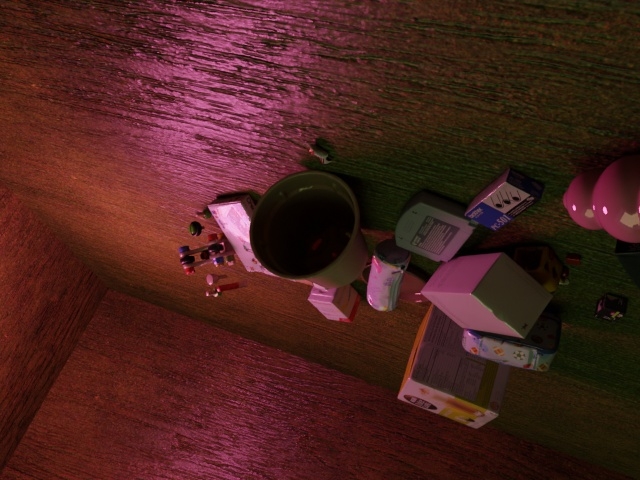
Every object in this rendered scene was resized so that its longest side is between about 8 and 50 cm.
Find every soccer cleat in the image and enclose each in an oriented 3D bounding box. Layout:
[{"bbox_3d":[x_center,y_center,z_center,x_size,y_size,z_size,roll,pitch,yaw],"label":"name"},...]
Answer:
[{"bbox_3d":[0.002,-0.237,1.590,0.036,0.029,0.083,-8,146,35],"label":"soccer cleat"}]

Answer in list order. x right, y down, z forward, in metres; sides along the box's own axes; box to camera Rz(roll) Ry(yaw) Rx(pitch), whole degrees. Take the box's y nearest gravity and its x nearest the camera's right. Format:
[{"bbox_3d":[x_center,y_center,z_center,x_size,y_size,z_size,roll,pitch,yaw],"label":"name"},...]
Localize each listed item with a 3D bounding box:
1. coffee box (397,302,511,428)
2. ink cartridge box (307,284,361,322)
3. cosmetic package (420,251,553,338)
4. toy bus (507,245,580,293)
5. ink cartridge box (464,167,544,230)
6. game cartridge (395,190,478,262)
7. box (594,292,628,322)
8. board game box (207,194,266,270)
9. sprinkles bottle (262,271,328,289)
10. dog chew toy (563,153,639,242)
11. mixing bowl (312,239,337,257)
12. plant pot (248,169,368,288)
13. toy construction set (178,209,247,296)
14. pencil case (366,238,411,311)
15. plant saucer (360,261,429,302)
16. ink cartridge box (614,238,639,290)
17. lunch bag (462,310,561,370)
[{"bbox_3d":[0.511,0.469,2.215,0.335,0.338,0.337,19,155,9],"label":"coffee box"},{"bbox_3d":[0.059,0.233,2.382,0.128,0.127,0.176,4,150,37],"label":"ink cartridge box"},{"bbox_3d":[0.462,0.155,1.691,0.197,0.155,0.365,41,168,-8],"label":"cosmetic package"},{"bbox_3d":[0.619,0.100,1.645,0.202,0.104,0.191,20,156,7],"label":"toy bus"},{"bbox_3d":[0.452,-0.097,1.456,0.097,0.046,0.207,27,156,-4],"label":"ink cartridge box"},{"bbox_3d":[0.322,-0.036,1.691,0.198,0.062,0.297,26,156,5],"label":"game cartridge"},{"bbox_3d":[0.847,0.197,1.710,0.062,0.052,0.083,17,157,12],"label":"box"},{"bbox_3d":[-0.261,-0.020,2.111,0.193,0.053,0.305,-2,125,43],"label":"board game box"},{"bbox_3d":[-0.118,0.093,2.257,0.356,0.121,0.121,13,154,22],"label":"sprinkles bottle"},{"bbox_3d":[0.643,-0.081,1.152,0.207,0.206,0.332,39,159,-32],"label":"dog chew toy"},{"bbox_3d":[0.025,0.045,2.061,0.182,0.098,0.181,19,155,9],"label":"mixing bowl"},{"bbox_3d":[0.000,0.000,1.782,0.334,0.333,0.305,11,165,25],"label":"plant pot"},{"bbox_3d":[-0.376,0.070,2.294,0.237,0.308,0.257,-6,146,-47],"label":"toy construction set"},{"bbox_3d":[0.225,0.118,1.939,0.124,0.114,0.273,43,148,28],"label":"pencil case"},{"bbox_3d":[0.279,0.143,2.113,0.278,0.041,0.278,19,156,9],"label":"plant saucer"},{"bbox_3d":[0.878,0.092,1.456,0.333,0.065,0.165,38,151,-32],"label":"ink cartridge box"},{"bbox_3d":[0.616,0.290,1.905,0.304,0.243,0.114,15,126,20],"label":"lunch bag"}]
